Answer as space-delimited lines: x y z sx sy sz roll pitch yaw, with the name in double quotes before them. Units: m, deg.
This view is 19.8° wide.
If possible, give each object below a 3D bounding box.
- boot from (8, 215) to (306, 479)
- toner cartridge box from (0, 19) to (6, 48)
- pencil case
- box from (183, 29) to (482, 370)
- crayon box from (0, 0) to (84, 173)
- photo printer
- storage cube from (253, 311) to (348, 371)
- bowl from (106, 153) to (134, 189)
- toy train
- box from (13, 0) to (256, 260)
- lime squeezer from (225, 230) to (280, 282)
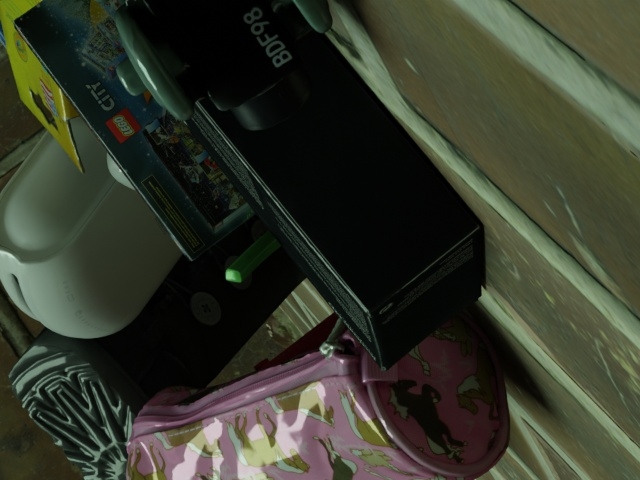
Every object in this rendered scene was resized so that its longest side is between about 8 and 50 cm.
"boot" -0.118 0.133 2.040 0.367 0.146 0.445 58 -149 -18
"toner cartridge box" -0.286 -0.278 1.952 0.075 0.165 0.348 51 175 5
"pencil case" -0.014 0.165 1.583 0.386 0.160 0.167 -26 87 49
"box" -0.003 -0.052 1.303 0.261 0.103 0.184 51 172 15
"crayon box" -0.229 -0.241 1.565 0.202 0.081 0.318 -134 32 -55
"photo printer" -0.184 -0.054 1.742 0.107 0.307 0.256 32 168 17
"storage cube" 0.049 0.172 1.836 0.215 0.193 0.183 53 175 11
"bowl" -0.097 -0.099 1.511 0.142 0.142 0.053 15 171 -26
"toy train" -0.111 -0.217 1.064 0.334 0.142 0.190 54 -173 -30
"box" -0.108 -0.123 1.443 0.233 0.159 0.044 54 174 -4
"lime squeezer" 0.000 0.000 1.493 0.059 0.110 0.310 28 -178 24
